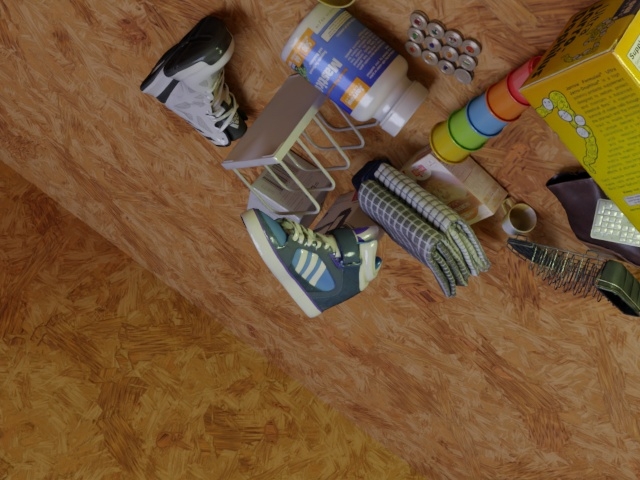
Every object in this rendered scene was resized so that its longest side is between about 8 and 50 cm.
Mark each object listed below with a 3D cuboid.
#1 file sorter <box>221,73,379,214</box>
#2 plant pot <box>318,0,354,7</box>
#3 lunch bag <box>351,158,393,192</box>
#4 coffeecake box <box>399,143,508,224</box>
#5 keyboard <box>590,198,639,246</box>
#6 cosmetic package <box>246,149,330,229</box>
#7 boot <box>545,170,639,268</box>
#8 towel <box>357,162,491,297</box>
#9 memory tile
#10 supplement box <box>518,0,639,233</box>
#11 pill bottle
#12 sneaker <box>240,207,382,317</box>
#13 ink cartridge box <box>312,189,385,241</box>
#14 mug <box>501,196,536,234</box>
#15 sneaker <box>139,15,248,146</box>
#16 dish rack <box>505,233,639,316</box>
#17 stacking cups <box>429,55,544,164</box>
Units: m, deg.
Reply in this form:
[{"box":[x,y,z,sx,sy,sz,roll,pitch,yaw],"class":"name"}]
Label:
[{"box":[-0.031,-0.211,1.926,0.193,0.277,0.173,0,139,51],"class":"file sorter"},{"box":[0.033,-0.492,1.590,0.134,0.095,0.134,29,152,17],"class":"plant pot"},{"box":[0.123,-0.137,2.042,0.065,0.098,0.067,-6,125,51],"class":"lunch bag"},{"box":[0.278,-0.121,1.910,0.185,0.068,0.142,42,155,-8],"class":"coffeecake box"},{"box":[0.614,-0.016,1.596,0.256,0.072,0.014,12,-171,14],"class":"keyboard"},{"box":[-0.084,-0.104,2.294,0.151,0.151,0.183,34,154,7],"class":"cosmetic package"},{"box":[0.552,-0.043,1.667,0.207,0.090,0.248,48,156,-24],"class":"boot"},{"box":[0.218,-0.016,1.946,0.235,0.121,0.283,39,175,34],"class":"towel"},{"box":[0.223,-0.354,1.668,0.148,0.012,0.113,31,153,13],"class":"memory tile"},{"box":[0.513,-0.186,1.373,0.356,0.194,0.195,46,152,-15],"class":"supplement box"},{"box":[0.072,-0.327,1.744,0.272,0.152,0.152,39,154,-1],"class":"pill bottle"},{"box":[0.000,0.001,1.921,0.323,0.236,0.130,55,-179,-34],"class":"sneaker"},{"box":[0.057,-0.009,2.171,0.100,0.237,0.172,46,153,-17],"class":"ink cartridge box"},{"box":[0.411,-0.047,1.893,0.062,0.078,0.064,6,165,-9],"class":"mug"},{"box":[-0.238,-0.360,2.112,0.257,0.169,0.447,38,163,-20],"class":"sneaker"},{"box":[0.510,0.066,1.840,0.271,0.074,0.208,16,170,37],"class":"dish rack"},{"box":[0.314,-0.245,1.657,0.096,0.096,0.316,40,150,-5],"class":"stacking cups"}]
